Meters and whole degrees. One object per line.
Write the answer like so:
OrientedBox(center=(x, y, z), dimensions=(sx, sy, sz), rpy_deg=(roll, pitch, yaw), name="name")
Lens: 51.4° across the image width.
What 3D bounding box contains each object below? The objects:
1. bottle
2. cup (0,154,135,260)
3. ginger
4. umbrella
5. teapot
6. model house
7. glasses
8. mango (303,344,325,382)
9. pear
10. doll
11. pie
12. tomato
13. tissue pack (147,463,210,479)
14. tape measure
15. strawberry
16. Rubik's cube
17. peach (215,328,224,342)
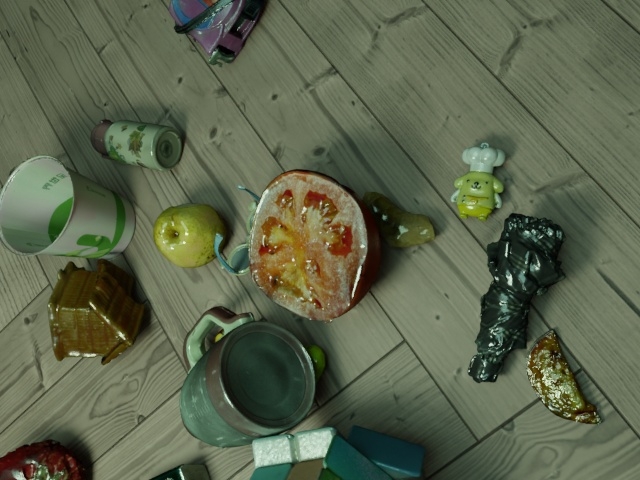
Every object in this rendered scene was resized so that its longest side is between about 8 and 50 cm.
OrientedBox(center=(-0.496, -0.256, 1.757), dimensions=(0.253, 0.120, 0.120), rpy_deg=(12, 87, 28), name="bottle")
OrientedBox(center=(-0.638, -0.063, 1.705), dimensions=(0.253, 0.274, 0.253), rpy_deg=(-5, 78, 23), name="cup")
OrientedBox(center=(0.162, -0.039, 1.434), dimensions=(0.190, 0.069, 0.095), rpy_deg=(36, 102, 25), name="ginger")
OrientedBox(center=(0.382, 0.118, 1.282), dimensions=(0.154, 0.128, 0.336), rpy_deg=(8, 91, 42), name="umbrella")
OrientedBox(center=(-0.204, 0.299, 1.457), dimensions=(0.312, 0.233, 0.314), rpy_deg=(-37, 64, 42), name="teapot")
OrientedBox(center=(-0.559, 0.182, 1.698), dimensions=(0.229, 0.199, 0.219), rpy_deg=(6, 125, 2), name="model house")
OrientedBox(center=(-0.167, -0.022, 1.516), dimensions=(0.088, 0.220, 0.189), rpy_deg=(24, 78, 4), name="glasses")
OrientedBox(center=(-0.027, 0.284, 1.476), dimensions=(0.073, 0.056, 0.108), rpy_deg=(15, 92, 33), name="mango")
OrientedBox(center=(-0.318, -0.017, 1.605), dimensions=(0.178, 0.178, 0.177), rpy_deg=(-4, 80, 25), name="pear")
OrientedBox(center=(0.328, -0.123, 1.373), dimensions=(0.106, 0.062, 0.162), rpy_deg=(8, 84, 22), name="doll")
OrientedBox(center=(0.449, 0.273, 1.267), dimensions=(0.088, 0.033, 0.191), rpy_deg=(-32, 70, 22), name="pie")
OrientedBox(center=(0.006, 0.004, 1.444), dimensions=(0.339, 0.144, 0.338), rpy_deg=(5, 98, 37), name="tomato")
OrientedBox(center=(-0.351, 0.587, 1.553), dimensions=(0.170, 0.103, 0.090), rpy_deg=(-28, 67, 19), name="tissue pack")
OrientedBox(center=(-0.267, -0.600, 1.696), dimensions=(0.231, 0.149, 0.245), rpy_deg=(48, 110, 21), name="tape measure")
OrientedBox(center=(-0.728, 0.643, 1.671), dimensions=(0.220, 0.274, 0.274), rpy_deg=(-21, 68, 60), name="strawberry")
OrientedBox(center=(0.029, 0.533, 1.229), dimensions=(0.359, 0.387, 0.367), rpy_deg=(-16, 73, 19), name="Rubik's cube")
OrientedBox(center=(-0.200, 0.237, 1.568), dimensions=(0.083, 0.050, 0.077), rpy_deg=(-13, 104, 35), name="peach")
